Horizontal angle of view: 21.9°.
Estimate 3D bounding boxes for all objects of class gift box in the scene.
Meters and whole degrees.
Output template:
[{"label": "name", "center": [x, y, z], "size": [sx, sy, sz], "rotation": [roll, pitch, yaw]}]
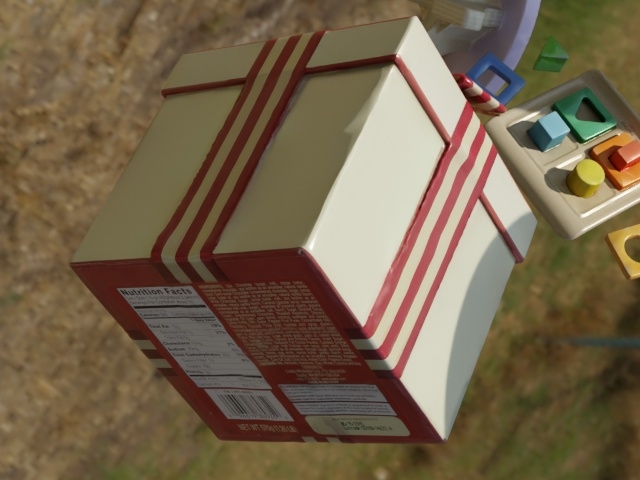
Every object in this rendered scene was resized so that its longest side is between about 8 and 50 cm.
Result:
[{"label": "gift box", "center": [0.000, 0.000, 1.263], "size": [0.276, 0.255, 0.258], "rotation": [58, 45, -40]}]

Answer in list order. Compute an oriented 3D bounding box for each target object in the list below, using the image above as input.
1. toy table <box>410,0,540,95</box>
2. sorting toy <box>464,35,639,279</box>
[{"label": "toy table", "center": [0.172, -0.321, 2.205], "size": [0.160, 0.252, 0.274], "rotation": [6, 96, -39]}, {"label": "sorting toy", "center": [0.321, -0.112, 1.999], "size": [0.196, 0.348, 0.047], "rotation": [-28, 162, -26]}]
